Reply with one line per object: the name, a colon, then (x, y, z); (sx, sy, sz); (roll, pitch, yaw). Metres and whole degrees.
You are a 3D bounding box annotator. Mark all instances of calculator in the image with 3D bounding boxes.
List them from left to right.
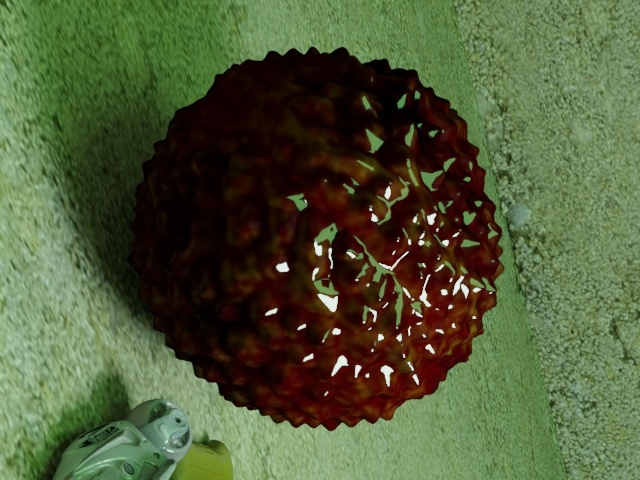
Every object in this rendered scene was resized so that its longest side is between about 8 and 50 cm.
calculator: (-0.139, 0.328, 1.421); (0.157, 0.033, 0.237); (38, 50, -60)

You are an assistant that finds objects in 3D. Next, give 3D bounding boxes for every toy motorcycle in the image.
toy motorcycle: (-0.204, 0.232, 1.241); (0.254, 0.112, 0.112); (-59, 135, -56)

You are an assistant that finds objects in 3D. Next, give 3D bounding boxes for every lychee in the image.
lychee: (0.000, 0.000, 1.414); (0.500, 0.424, 0.425); (85, 1, -76)
